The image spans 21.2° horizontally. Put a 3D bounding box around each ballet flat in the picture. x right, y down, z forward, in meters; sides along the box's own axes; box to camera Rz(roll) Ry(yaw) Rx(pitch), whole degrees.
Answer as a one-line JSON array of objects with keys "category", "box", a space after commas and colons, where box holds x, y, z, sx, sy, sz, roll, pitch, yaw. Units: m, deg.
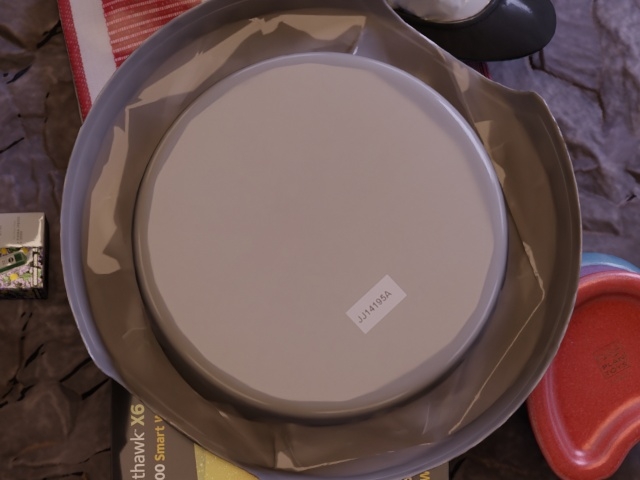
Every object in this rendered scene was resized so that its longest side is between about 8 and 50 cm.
[{"category": "ballet flat", "box": [0.048, -0.208, 1.324, 0.280, 0.096, 0.095, 14, 69, 7]}]

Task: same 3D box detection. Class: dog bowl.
[{"category": "dog bowl", "box": [0.000, 0.000, 1.174, 0.348, 0.102, 0.349, 0, 80, -1]}]

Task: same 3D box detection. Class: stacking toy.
[{"category": "stacking toy", "box": [0.299, 0.110, 1.280, 0.308, 0.130, 0.280, -18, 99, -4]}]

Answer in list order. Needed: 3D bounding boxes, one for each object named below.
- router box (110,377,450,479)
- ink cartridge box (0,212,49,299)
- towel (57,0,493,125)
[{"category": "router box", "box": [-0.031, 0.060, 1.256, 0.242, 0.081, 0.309, -2, 80, -1]}, {"category": "ink cartridge box", "box": [-0.268, 0.013, 1.317, 0.115, 0.029, 0.063, -1, 72, -2]}, {"category": "towel", "box": [-0.033, -0.138, 1.369, 0.329, 0.037, 0.237, -12, 71, -5]}]
